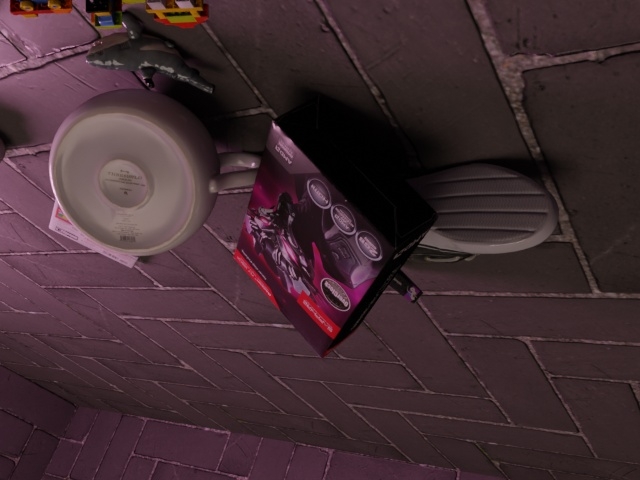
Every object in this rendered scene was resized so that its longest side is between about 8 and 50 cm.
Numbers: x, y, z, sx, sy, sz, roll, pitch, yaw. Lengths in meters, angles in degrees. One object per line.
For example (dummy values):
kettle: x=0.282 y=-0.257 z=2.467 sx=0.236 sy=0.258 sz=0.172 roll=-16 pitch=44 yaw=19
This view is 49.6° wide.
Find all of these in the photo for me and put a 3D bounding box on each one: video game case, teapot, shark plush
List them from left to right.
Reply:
video game case: x=-0.471 y=-0.020 z=1.471 sx=0.201 sy=0.023 sz=0.183 roll=28 pitch=151 yaw=-14
teapot: x=-0.248 y=-0.111 z=1.015 sx=0.252 sy=0.187 sz=0.256 roll=-38 pitch=102 yaw=21
shark plush: x=-0.218 y=-0.224 z=0.907 sx=0.161 sy=0.067 sz=0.073 roll=28 pitch=150 yaw=-15

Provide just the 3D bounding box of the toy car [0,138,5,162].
toy car: x=-0.674 y=-0.158 z=1.234 sx=0.182 sy=0.136 sz=0.159 roll=-8 pitch=142 yaw=41

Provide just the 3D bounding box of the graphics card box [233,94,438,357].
graphics card box: x=0.000 y=0.000 z=1.000 sx=0.233 sy=0.094 sz=0.371 roll=48 pitch=148 yaw=13

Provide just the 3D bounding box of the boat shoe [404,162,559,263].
boat shoe: x=0.186 y=-0.029 z=0.973 sx=0.335 sy=0.121 sz=0.119 roll=5 pitch=158 yaw=46

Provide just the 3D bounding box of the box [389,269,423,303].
box: x=0.087 y=0.030 z=1.137 sx=0.162 sy=0.029 sz=0.116 roll=36 pitch=-172 yaw=-31

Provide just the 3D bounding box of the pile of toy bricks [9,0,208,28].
pile of toy bricks: x=-0.231 y=-0.292 z=0.787 sx=0.212 sy=0.118 sz=0.105 roll=-1 pitch=178 yaw=4
